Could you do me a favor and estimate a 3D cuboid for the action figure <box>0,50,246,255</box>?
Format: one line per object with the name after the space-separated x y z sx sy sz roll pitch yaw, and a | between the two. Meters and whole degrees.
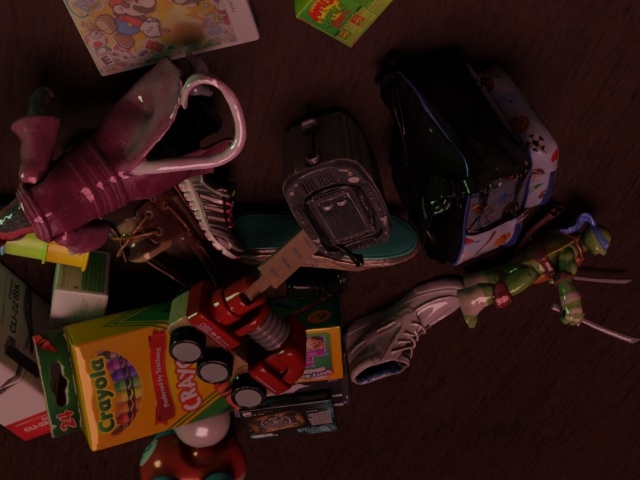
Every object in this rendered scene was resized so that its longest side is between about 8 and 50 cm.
-0.283 -0.075 1.383 0.370 0.276 0.248 -34 123 -14 | action figure

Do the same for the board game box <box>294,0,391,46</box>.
0.056 -0.340 1.336 0.092 0.043 0.181 23 131 -29 | board game box

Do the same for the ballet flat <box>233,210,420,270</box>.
0.000 0.000 1.696 0.316 0.107 0.106 5 158 -5 | ballet flat

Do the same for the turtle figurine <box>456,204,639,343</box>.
0.385 0.095 1.765 0.266 0.197 0.274 -19 134 20 | turtle figurine

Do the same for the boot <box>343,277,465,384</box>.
0.159 0.172 1.877 0.258 0.123 0.095 -31 134 26 | boot

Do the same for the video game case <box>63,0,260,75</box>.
-0.213 -0.317 1.342 0.227 0.026 0.206 -12 139 7 | video game case

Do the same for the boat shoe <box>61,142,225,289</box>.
-0.263 -0.022 1.601 0.123 0.123 0.342 -24 136 20 | boat shoe

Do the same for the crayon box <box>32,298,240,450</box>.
-0.294 0.218 1.717 0.319 0.081 0.202 -14 114 -20 | crayon box

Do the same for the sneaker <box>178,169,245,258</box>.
-0.152 -0.054 1.585 0.075 0.063 0.170 -28 96 11 | sneaker

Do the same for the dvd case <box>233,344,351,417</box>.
-0.063 0.279 2.045 0.239 0.029 0.179 -6 139 1 | dvd case

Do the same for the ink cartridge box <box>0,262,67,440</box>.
-0.526 0.179 1.743 0.114 0.197 0.273 -22 137 15 | ink cartridge box

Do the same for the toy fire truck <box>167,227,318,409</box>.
-0.083 0.112 1.618 0.246 0.158 0.217 -30 125 25 | toy fire truck

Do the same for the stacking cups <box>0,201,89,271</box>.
-0.510 -0.022 1.592 0.316 0.096 0.096 10 137 -18 | stacking cups

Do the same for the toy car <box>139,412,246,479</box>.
-0.255 0.378 2.049 0.210 0.219 0.238 -3 110 -3 | toy car

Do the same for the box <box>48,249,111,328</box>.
-0.396 0.080 1.719 0.087 0.101 0.102 7 136 -15 | box

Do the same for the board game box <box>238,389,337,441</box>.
-0.064 0.353 2.089 0.186 0.026 0.126 -7 141 1 | board game box

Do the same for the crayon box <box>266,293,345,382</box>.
-0.098 0.187 1.894 0.278 0.081 0.165 -5 139 -1 | crayon box

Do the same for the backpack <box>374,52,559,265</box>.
0.203 -0.106 1.485 0.213 0.276 0.263 -12 144 -14 | backpack

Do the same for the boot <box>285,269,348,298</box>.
-0.007 0.072 1.776 0.099 0.045 0.121 0 165 -8 | boot

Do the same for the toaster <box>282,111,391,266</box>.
0.027 -0.082 1.551 0.129 0.146 0.227 -18 137 15 | toaster
